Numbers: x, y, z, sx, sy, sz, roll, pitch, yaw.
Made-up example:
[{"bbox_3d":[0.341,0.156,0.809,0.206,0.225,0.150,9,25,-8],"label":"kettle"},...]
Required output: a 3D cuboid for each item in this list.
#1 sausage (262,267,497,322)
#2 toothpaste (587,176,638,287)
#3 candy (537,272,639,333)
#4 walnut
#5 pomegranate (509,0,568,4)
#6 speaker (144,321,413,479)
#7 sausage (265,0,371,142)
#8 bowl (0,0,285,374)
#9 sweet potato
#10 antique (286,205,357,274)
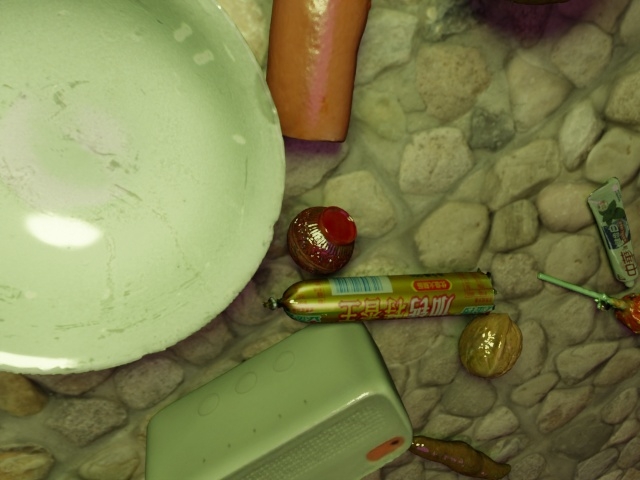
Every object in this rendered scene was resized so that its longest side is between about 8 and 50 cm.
[{"bbox_3d":[0.095,0.088,0.723,0.371,0.082,0.082,-2,113,-13],"label":"sausage"},{"bbox_3d":[0.527,-0.003,0.817,0.060,0.038,0.233,-32,115,1],"label":"toothpaste"},{"bbox_3d":[0.527,0.105,0.853,0.288,0.078,0.084,20,114,-13],"label":"candy"},{"bbox_3d":[0.298,0.182,0.804,0.105,0.105,0.124,14,104,-19],"label":"walnut"},{"bbox_3d":[0.240,-0.390,0.453,0.281,0.281,0.281,-5,114,-12],"label":"pomegranate"},{"bbox_3d":[-0.068,0.300,0.711,0.406,0.184,0.183,-30,116,0],"label":"speaker"},{"bbox_3d":[-0.003,-0.249,0.537,0.113,0.113,0.259,3,112,-16],"label":"sausage"},{"bbox_3d":[-0.265,-0.093,0.486,0.435,0.196,0.435,-5,113,-12],"label":"bowl"},{"bbox_3d":[0.276,0.437,0.928,0.274,0.067,0.067,24,105,-17],"label":"sweet potato"},{"bbox_3d":[0.000,0.000,0.650,0.104,0.104,0.104,-5,114,-12],"label":"antique"}]
